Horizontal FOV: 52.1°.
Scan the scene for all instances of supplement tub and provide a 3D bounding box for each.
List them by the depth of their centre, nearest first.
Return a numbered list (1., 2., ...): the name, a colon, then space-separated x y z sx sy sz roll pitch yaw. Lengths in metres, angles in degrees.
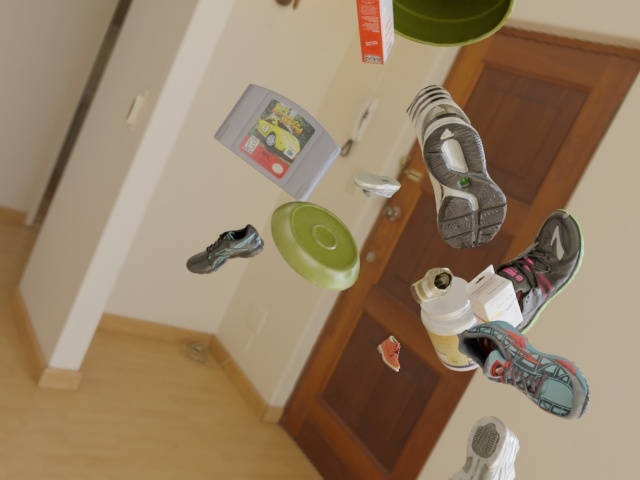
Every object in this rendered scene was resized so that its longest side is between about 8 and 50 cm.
1. supplement tub: 0.511 0.313 2.466 0.228 0.228 0.316 38 -20 53

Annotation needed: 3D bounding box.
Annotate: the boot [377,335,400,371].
1. boot: 0.285 0.444 2.574 0.059 0.085 0.158 35 16 -33

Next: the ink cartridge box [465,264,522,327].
1. ink cartridge box: 0.497 0.181 1.871 0.067 0.115 0.198 28 -30 54

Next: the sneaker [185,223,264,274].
1. sneaker: -0.323 0.022 2.155 0.101 0.267 0.106 -117 -173 -46

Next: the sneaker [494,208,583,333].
1. sneaker: 0.697 0.117 2.161 0.202 0.483 0.185 21 11 -46

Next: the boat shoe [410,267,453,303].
1. boat shoe: 0.277 0.096 1.504 0.068 0.072 0.190 58 31 3

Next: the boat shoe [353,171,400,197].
1. boat shoe: 0.195 -0.189 2.358 0.227 0.081 0.079 3 39 -43

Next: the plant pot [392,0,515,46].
1. plant pot: 0.307 -0.721 1.543 0.366 0.353 0.366 16 -22 7

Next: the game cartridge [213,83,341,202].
1. game cartridge: -0.104 -0.257 1.655 0.294 0.196 0.060 36 3 7

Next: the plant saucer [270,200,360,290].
1. plant saucer: 0.000 0.000 1.450 0.240 0.037 0.241 26 38 -23

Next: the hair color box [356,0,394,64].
1. hair color box: 0.093 -0.376 1.102 0.043 0.072 0.141 11 -35 18

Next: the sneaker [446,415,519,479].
1. sneaker: 0.295 0.439 1.173 0.115 0.232 0.090 32 -4 -36

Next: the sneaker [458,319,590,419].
1. sneaker: 0.343 0.234 1.148 0.125 0.104 0.262 0 20 -32

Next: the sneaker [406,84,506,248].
1. sneaker: 0.329 -0.192 1.591 0.448 0.169 0.258 63 15 -47
